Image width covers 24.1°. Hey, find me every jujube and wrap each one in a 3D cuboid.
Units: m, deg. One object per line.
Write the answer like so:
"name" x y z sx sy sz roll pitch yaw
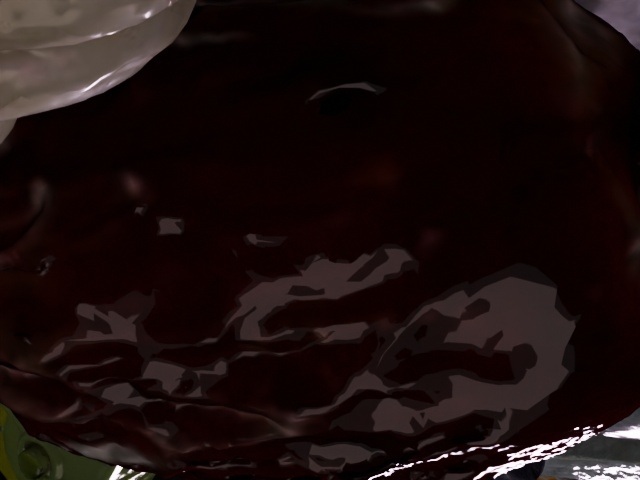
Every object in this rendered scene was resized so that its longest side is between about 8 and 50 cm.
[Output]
"jujube" 0.000 0.000 0.713 0.376 0.258 0.258 -10 152 6

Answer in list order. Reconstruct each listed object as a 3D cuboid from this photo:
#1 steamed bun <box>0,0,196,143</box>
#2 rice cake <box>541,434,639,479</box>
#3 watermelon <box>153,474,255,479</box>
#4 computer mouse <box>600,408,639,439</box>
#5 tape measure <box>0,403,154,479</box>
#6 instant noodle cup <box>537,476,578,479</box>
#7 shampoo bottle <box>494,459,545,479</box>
"steamed bun" -0.182 -0.175 0.385 0.339 0.247 0.352 -29 130 28
"rice cake" 0.243 0.154 1.167 0.206 0.069 0.063 0 154 13
"watermelon" -0.052 0.120 1.011 0.212 0.212 0.212 6 155 3
"computer mouse" 0.174 0.089 1.032 0.379 0.090 0.167 -5 151 28
"tape measure" -0.171 0.117 0.910 0.175 0.106 0.200 43 132 17
"instant noodle cup" 0.113 0.307 1.351 0.296 0.214 0.296 6 154 3
"shampoo bottle" 0.083 0.163 1.205 0.087 0.049 0.233 57 149 -13
